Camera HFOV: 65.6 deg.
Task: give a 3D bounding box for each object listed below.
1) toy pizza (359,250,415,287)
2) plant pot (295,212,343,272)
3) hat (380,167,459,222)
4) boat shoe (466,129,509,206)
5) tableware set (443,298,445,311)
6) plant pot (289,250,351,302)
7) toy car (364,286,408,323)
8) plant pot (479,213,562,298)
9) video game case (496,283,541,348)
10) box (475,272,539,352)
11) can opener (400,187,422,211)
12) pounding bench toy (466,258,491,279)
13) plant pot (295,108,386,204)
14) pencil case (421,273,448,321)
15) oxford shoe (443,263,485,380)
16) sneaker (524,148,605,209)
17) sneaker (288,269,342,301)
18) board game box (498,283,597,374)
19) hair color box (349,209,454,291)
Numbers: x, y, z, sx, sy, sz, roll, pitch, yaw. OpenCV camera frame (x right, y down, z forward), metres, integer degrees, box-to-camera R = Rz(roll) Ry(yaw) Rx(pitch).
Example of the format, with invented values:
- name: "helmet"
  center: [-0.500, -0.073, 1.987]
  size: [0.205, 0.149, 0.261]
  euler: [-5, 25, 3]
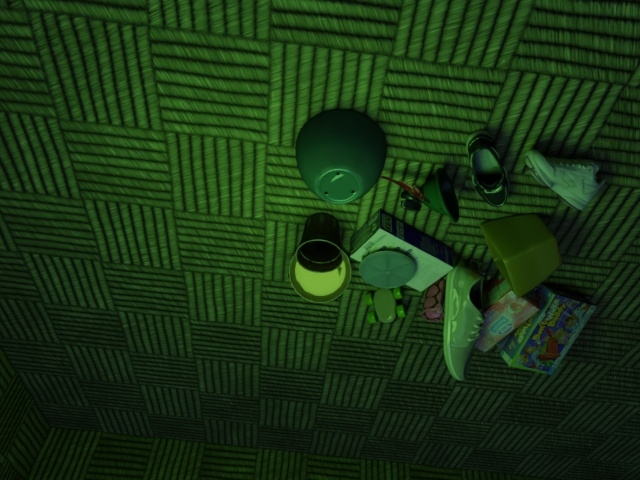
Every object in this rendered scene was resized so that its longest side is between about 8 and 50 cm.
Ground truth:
- name: "toy pizza"
  center: [0.240, 0.100, 1.789]
  size: [0.201, 0.032, 0.201]
  euler: [4, 136, 4]
- name: "plant pot"
  center: [0.000, 0.000, 1.764]
  size: [0.167, 0.165, 0.167]
  euler: [2, 135, 2]
- name: "hat"
  center: [0.331, -0.133, 1.623]
  size: [0.183, 0.208, 0.173]
  euler: [-18, 173, 29]
- name: "boat shoe"
  center: [0.530, -0.203, 1.573]
  size: [0.114, 0.091, 0.302]
  euler: [-21, 129, 23]
- name: "tableware set"
  center: [0.558, 0.269, 2.078]
  size: [0.104, 0.024, 0.154]
  euler: [-18, 129, 21]
- name: "plant pot"
  center: [-0.001, 0.118, 1.894]
  size: [0.236, 0.032, 0.236]
  euler: [0, 96, 0]
- name: "toy car"
  center: [0.295, 0.277, 2.065]
  size: [0.155, 0.149, 0.188]
  euler: [-16, 160, 24]
- name: "plant pot"
  center: [0.703, 0.031, 1.722]
  size: [0.187, 0.212, 0.212]
  euler: [-27, 128, 11]
- name: "video game case"
  center: [0.835, 0.327, 2.102]
  size: [0.300, 0.036, 0.329]
  euler: [-25, 127, 26]
- name: "box"
  center: [0.687, 0.277, 1.947]
  size: [0.142, 0.154, 0.300]
  euler: [33, 122, -7]
- name: "can opener"
  center: [0.358, -0.134, 1.684]
  size: [0.186, 0.059, 0.073]
  euler: [5, 108, -14]
- name: "pounding bench toy"
  center: [0.604, 0.114, 1.893]
  size: [0.083, 0.065, 0.052]
  euler: [14, 134, -7]
- name: "plant pot"
  center: [0.060, -0.223, 1.522]
  size: [0.290, 0.195, 0.290]
  euler: [2, 135, 2]
- name: "pencil case"
  center: [0.447, 0.204, 1.895]
  size: [0.095, 0.209, 0.098]
  euler: [36, 143, -22]
- name: "oxford shoe"
  center: [0.541, 0.312, 1.840]
  size: [0.130, 0.169, 0.449]
  euler: [6, 102, 35]
- name: "sneaker"
  center: [0.759, -0.219, 1.546]
  size: [0.305, 0.114, 0.152]
  euler: [27, 117, -26]
- name: "sneaker"
  center: [-0.008, 0.176, 1.991]
  size: [0.226, 0.086, 0.163]
  euler: [-5, 131, 8]
- name: "board game box"
  center: [0.907, 0.363, 1.992]
  size: [0.233, 0.078, 0.347]
  euler: [15, 110, -20]
- name: "hair color box"
  center: [0.296, 0.044, 1.823]
  size: [0.339, 0.110, 0.185]
  euler: [26, 133, -21]
